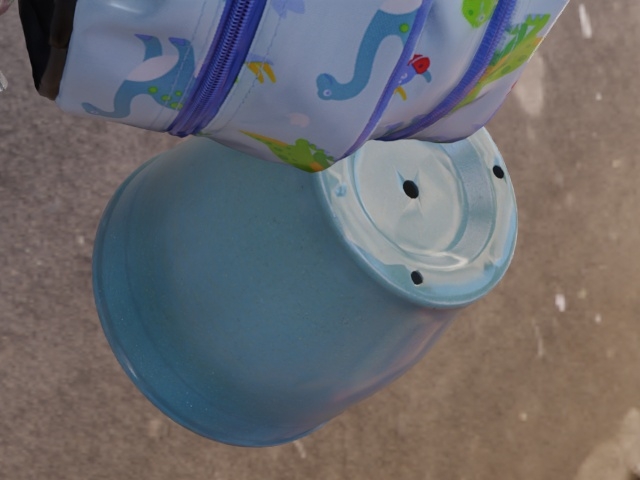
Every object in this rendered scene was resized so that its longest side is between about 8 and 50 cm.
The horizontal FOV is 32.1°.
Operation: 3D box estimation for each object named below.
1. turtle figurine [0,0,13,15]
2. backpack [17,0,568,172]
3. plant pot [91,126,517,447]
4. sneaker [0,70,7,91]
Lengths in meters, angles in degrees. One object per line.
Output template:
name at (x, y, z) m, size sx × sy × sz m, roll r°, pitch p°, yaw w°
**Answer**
turtle figurine at (-0.170, -0.213, 0.811) m, size 0.234 × 0.175 × 0.118 m, roll -74°, pitch 164°, yaw -53°
backpack at (-0.020, -0.196, 0.477) m, size 0.273 × 0.290 × 0.355 m, roll 25°, pitch 41°, yaw -9°
plant pot at (0.000, 0.000, 0.857) m, size 0.272 × 0.255 × 0.271 m, roll 15°, pitch 62°, yaw -30°
sneaker at (-0.216, -0.070, 0.527) m, size 0.090 × 0.095 × 0.235 m, roll 60°, pitch -1°, yaw -9°
